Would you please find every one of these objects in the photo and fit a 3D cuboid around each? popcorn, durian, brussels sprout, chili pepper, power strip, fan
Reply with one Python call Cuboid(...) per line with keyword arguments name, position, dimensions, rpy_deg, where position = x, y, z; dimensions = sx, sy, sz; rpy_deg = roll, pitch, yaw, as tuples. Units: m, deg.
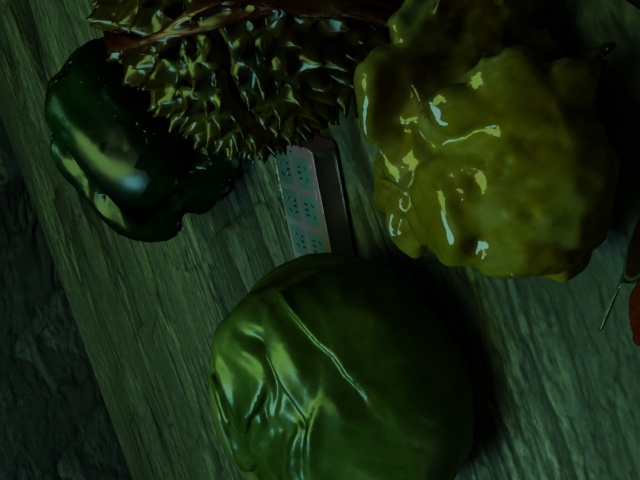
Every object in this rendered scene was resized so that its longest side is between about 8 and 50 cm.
Cuboid(name="popcorn", position=(0.131, -0.083, 0.933), dimensions=(0.190, 0.191, 0.253), rpy_deg=(-80, -18, -71))
Cuboid(name="durian", position=(-0.045, -0.258, 1.021), dimensions=(0.348, 0.348, 0.384), rpy_deg=(17, 89, 60))
Cuboid(name="brussels sprout", position=(0.013, 0.158, 1.275), dimensions=(0.328, 0.247, 0.327), rpy_deg=(25, 124, 45))
Cuboid(name="chili pepper", position=(-0.236, -0.139, 1.604), dimensions=(0.256, 0.233, 0.248), rpy_deg=(49, 165, 23))
Cuboid(name="power strip", position=(0.000, 0.000, 1.423), dimensions=(0.109, 0.038, 0.278), rpy_deg=(21, 126, 58))
Cuboid(name="fan", position=(0.237, 0.013, 0.895), dimensions=(0.085, 0.005, 0.133), rpy_deg=(-71, 2, -65))

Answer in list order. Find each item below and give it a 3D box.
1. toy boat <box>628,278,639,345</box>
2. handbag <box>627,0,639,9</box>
Cuboid(name="toy boat", position=(0.275, 0.038, 0.866), dimensions=(0.069, 0.059, 0.173), rpy_deg=(61, 160, 21))
Cuboid(name="handbag", position=(0.270, -0.195, 0.675), dimensions=(0.247, 0.080, 0.223), rpy_deg=(49, 148, 37))
